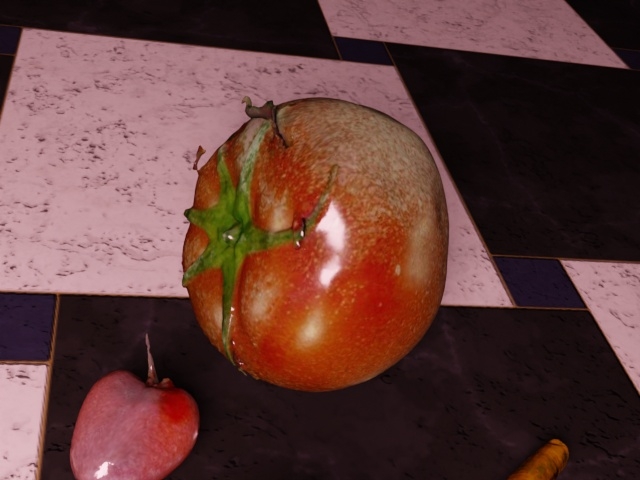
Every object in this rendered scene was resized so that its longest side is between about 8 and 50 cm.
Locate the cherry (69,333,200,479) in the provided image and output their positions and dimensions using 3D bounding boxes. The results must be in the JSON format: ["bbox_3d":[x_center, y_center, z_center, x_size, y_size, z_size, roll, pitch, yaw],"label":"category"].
[{"bbox_3d":[-0.170,0.169,0.748,0.106,0.087,0.126,38,61,19],"label":"cherry"}]

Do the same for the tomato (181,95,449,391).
[{"bbox_3d":[0.000,0.000,0.894,0.239,0.303,0.303,6,34,-36],"label":"tomato"}]

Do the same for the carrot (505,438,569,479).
[{"bbox_3d":[0.193,0.244,0.806,0.042,0.042,0.171,34,38,26],"label":"carrot"}]
